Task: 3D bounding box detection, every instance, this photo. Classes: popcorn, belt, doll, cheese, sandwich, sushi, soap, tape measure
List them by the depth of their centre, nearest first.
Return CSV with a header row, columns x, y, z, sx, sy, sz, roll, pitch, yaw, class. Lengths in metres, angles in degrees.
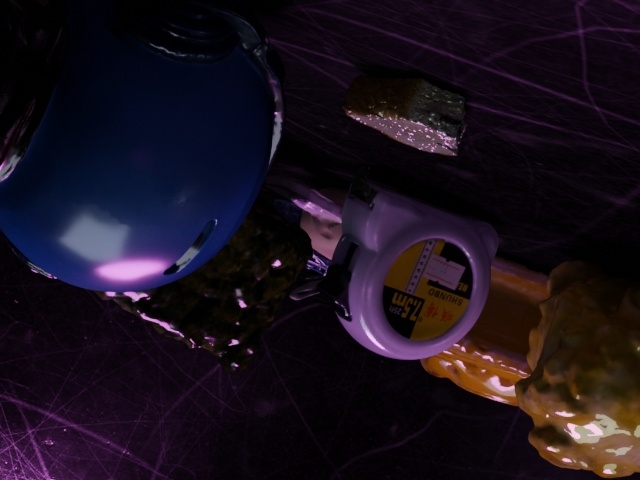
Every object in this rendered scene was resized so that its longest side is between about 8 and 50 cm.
x,y,z,sx,sy,sz,roll,pitch,yaw,class
-0.177,-0.092,1.153,0.310,0.284,0.240,18,-142,-35,doll
0.082,-0.096,1.255,0.093,0.036,0.105,12,171,42,sandwich
0.087,0.035,1.719,0.196,0.178,0.105,24,-177,-32,tape measure
0.340,0.133,1.725,0.241,0.235,0.250,25,-148,-9,popcorn
-0.200,-0.030,1.737,0.352,0.178,0.294,33,-177,-31,sushi
0.032,-0.019,1.862,0.163,0.082,0.286,13,171,36,cheese
0.293,0.142,2.079,0.338,0.169,0.304,20,174,1,soap
0.000,0.000,2.103,0.141,0.082,0.190,19,175,31,belt
